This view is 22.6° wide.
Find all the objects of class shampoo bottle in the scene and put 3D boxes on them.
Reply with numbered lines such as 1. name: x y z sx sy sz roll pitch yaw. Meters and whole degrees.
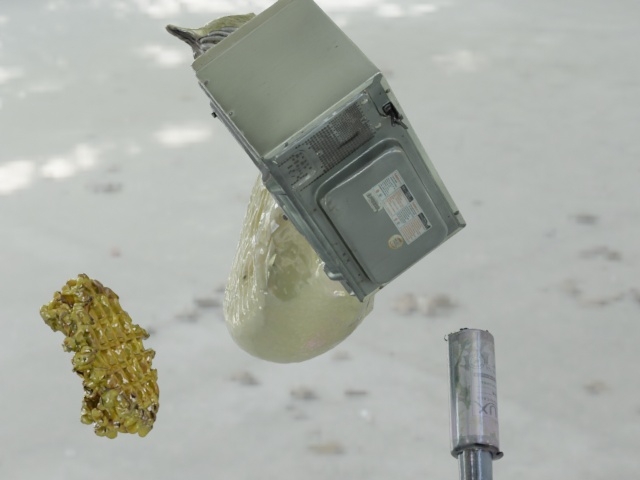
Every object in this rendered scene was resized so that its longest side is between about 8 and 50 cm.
1. shampoo bottle: 0.200 0.222 2.090 0.072 0.072 0.214 0 61 0

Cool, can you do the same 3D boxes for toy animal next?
1. toy animal: -0.106 -0.206 1.805 0.137 0.098 0.098 -3 19 -23

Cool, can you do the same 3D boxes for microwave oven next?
1. microwave oven: 0.011 -0.080 1.509 0.145 0.240 0.194 -34 48 0

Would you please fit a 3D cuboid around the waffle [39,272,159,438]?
1. waffle: -0.255 0.137 1.862 0.070 0.197 0.193 -25 55 12

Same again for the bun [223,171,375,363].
1. bun: 0.000 0.000 2.245 0.213 0.361 0.361 17 17 -9
